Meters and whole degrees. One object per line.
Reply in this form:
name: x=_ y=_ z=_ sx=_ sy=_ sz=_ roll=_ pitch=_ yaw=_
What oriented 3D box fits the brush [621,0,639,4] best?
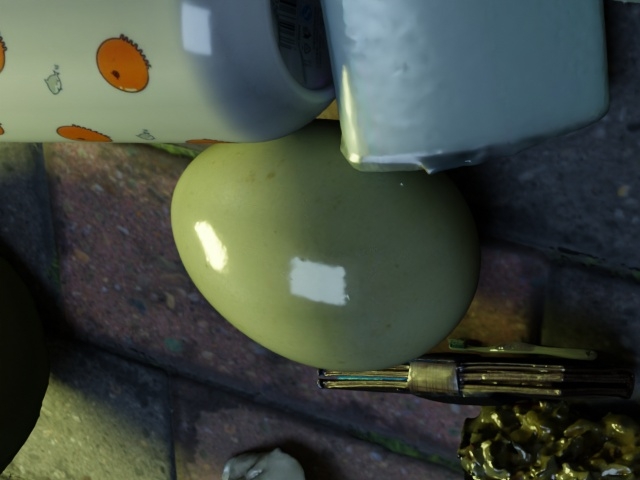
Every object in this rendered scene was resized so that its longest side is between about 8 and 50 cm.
brush: x=0.274 y=-0.161 z=0.861 sx=0.178 sy=0.033 sz=0.030 roll=12 pitch=110 yaw=25

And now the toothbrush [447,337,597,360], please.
toothbrush: x=0.166 y=0.090 z=1.104 sx=0.131 sy=0.011 sz=0.013 roll=3 pitch=141 yaw=30

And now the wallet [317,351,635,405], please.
wallet: x=0.121 y=0.110 z=1.069 sx=0.230 sy=0.124 sz=0.042 roll=0 pitch=86 yaw=39

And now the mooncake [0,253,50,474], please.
mooncake: x=-0.448 y=0.124 z=1.278 sx=0.356 sy=0.356 sz=0.194 roll=50 pitch=130 yaw=-5

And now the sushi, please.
sushi: x=0.202 y=0.199 z=1.061 sx=0.212 sy=0.147 sz=0.115 roll=6 pitch=126 yaw=38

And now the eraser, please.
eraser: x=0.086 y=-0.199 z=0.874 sx=0.189 sy=0.104 sz=0.290 roll=-9 pitch=117 yaw=2

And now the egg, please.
egg: x=0.000 y=0.000 z=1.028 sx=0.253 sy=0.188 sz=0.189 roll=16 pitch=126 yaw=22

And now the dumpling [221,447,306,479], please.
dumpling: x=-0.059 y=0.269 z=1.306 sx=0.188 sy=0.108 sz=0.127 roll=-36 pitch=73 yaw=58

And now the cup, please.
cup: x=-0.139 y=-0.176 z=0.989 sx=0.317 sy=0.212 sz=0.212 roll=4 pitch=121 yaw=30
